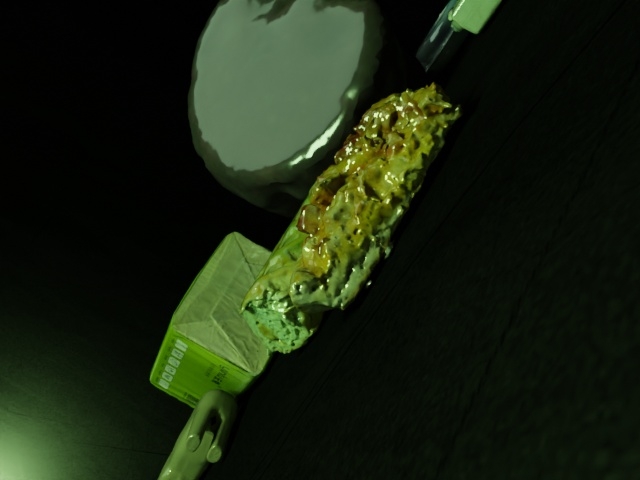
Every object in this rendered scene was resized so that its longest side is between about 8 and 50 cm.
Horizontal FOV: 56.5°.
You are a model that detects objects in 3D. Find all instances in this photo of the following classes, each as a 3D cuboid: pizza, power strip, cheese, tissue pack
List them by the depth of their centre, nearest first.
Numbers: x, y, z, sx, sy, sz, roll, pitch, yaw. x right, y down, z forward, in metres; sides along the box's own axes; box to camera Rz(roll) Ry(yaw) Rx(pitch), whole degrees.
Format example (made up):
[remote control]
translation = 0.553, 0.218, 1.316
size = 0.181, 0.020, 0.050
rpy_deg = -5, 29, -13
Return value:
[pizza]
translation = 0.053, -0.069, 0.579
size = 0.226, 0.086, 0.335
rpy_deg = -58, 2, 43
[power strip]
translation = 0.244, -0.366, 0.686
size = 0.286, 0.048, 0.080
rpy_deg = -56, 6, 36
[cheese]
translation = 0.212, -0.343, 0.925
size = 0.244, 0.052, 0.135
rpy_deg = -58, 6, -5
[tissue pack]
translation = -0.157, 0.151, 0.995
size = 0.200, 0.167, 0.274
rpy_deg = -63, 6, -36

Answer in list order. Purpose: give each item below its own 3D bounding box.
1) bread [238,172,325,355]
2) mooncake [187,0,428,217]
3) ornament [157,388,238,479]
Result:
[bread]
translation = -0.006, 0.009, 0.712
size = 0.087, 0.098, 0.269
rpy_deg = -5, 37, 30
[mooncake]
translation = -0.036, -0.221, 0.923
size = 0.350, 0.381, 0.212
rpy_deg = -44, -35, 16
[ornament]
translation = -0.194, 0.325, 0.887
size = 0.230, 0.061, 0.245
rpy_deg = -60, 4, 9
